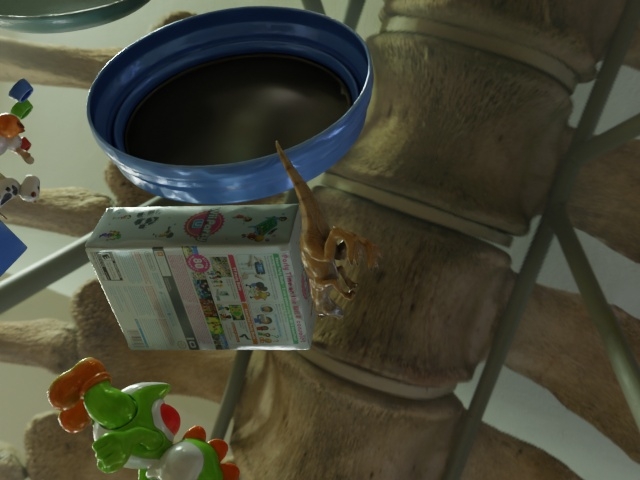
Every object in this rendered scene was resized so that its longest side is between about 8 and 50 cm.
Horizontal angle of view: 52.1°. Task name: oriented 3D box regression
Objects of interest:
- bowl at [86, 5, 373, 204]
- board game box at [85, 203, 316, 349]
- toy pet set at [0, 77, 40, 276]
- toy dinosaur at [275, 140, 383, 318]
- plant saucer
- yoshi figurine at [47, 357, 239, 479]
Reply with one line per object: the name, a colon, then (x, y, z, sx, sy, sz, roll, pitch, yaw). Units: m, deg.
bowl: (-0.120, -0.198, 0.910, 0.390, 0.391, 0.077, 2, -43, 10)
board game box: (-0.170, 0.061, 1.007, 0.303, 0.098, 0.224, 0, -50, 10)
toy pet set: (-0.213, -0.029, 0.443, 0.065, 0.122, 0.114, 41, -113, -11)
toy dinosaur: (0.000, 0.000, 0.704, 0.112, 0.064, 0.212, 2, -69, 35)
plant saucer: (-0.383, -0.387, 0.992, 0.317, 0.318, 0.044, 6, -47, 9)
yoshi figurine: (-0.306, 0.375, 1.077, 0.362, 0.203, 0.203, 34, -75, 16)
